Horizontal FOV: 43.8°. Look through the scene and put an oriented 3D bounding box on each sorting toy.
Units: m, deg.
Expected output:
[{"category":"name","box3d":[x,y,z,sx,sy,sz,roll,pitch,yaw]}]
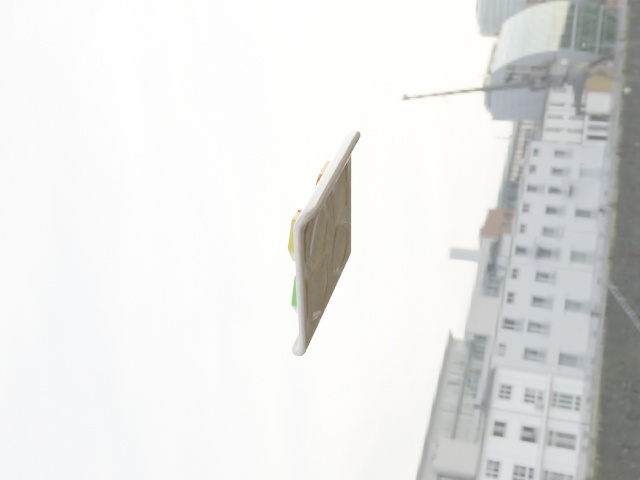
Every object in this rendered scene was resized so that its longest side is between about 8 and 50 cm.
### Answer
[{"category":"sorting toy","box3d":[0.000,0.000,0.919,0.193,0.038,0.208,-62,-19,-50]}]
